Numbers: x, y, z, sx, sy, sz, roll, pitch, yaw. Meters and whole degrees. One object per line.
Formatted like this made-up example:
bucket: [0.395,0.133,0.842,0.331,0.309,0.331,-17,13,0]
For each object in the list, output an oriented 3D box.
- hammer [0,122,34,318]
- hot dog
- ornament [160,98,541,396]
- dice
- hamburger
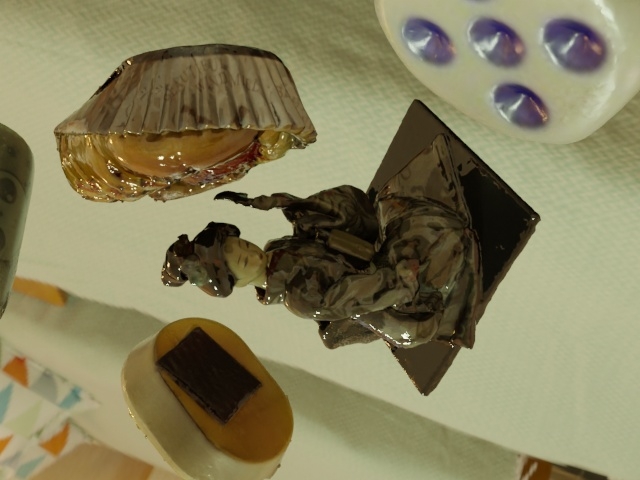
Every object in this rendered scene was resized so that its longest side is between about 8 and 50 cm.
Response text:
hammer: [-0.396,-0.045,0.684,0.305,0.202,0.113,22,145,-36]
hot dog: [-0.082,-0.059,0.473,0.131,0.069,0.253,-7,-178,-20]
ornament: [0.000,0.000,0.527,0.196,0.166,0.153,4,123,-34]
dice: [0.257,-0.311,0.932,0.304,0.277,0.304,34,161,1]
hamburger: [-0.178,0.261,1.298,0.295,0.227,0.151,53,127,15]
